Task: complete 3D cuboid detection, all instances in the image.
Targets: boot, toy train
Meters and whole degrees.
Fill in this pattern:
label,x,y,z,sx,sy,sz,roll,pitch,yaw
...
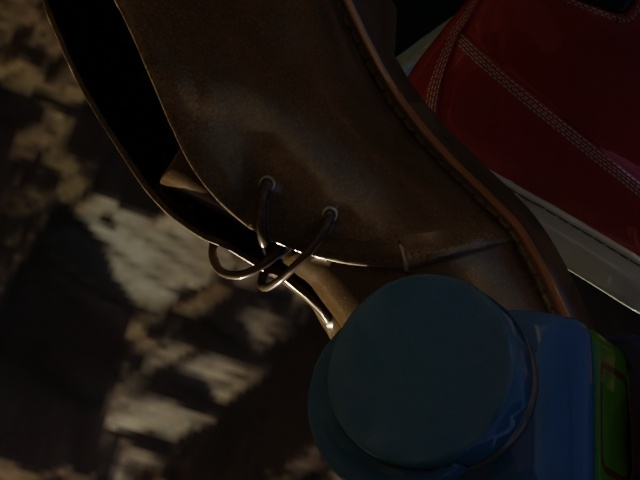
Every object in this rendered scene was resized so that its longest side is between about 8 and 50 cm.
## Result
label,x,y,z,sx,sy,sz,roll,pitch,yaw
boot,0.000,0.000,0.719,0.112,0.115,0.305,-43,-107,47
toy train,0.050,0.138,0.555,0.105,0.143,0.248,-5,-108,25
boot,0.173,-0.063,0.974,0.176,0.244,0.088,-60,-174,22

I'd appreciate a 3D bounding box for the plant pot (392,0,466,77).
label,x,y,z,sx,sy,sz,roll,pitch,yaw
plant pot,0.067,-0.106,1.232,0.248,0.252,0.247,-36,-135,-10
